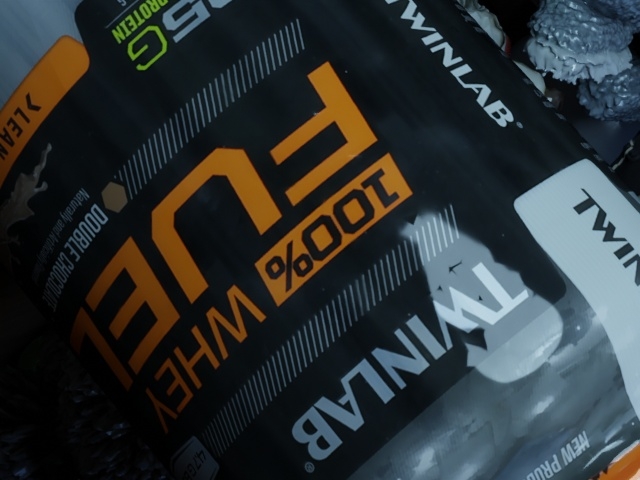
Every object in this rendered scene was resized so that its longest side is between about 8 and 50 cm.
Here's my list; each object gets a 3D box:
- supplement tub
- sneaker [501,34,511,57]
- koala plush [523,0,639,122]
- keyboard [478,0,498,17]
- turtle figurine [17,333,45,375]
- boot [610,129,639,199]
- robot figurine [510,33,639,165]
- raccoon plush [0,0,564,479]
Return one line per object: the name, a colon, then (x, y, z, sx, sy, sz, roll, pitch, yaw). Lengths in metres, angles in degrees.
supplement tub: (0.000, 0.000, 0.645, 0.207, 0.338, 0.207, -39, 168, -10)
sneaker: (0.034, -0.044, 1.065, 0.087, 0.128, 0.221, 71, 39, -79)
koala plush: (0.205, -0.179, 1.025, 0.221, 0.196, 0.203, 5, 179, -41)
keyboard: (0.022, -0.065, 1.255, 0.317, 0.033, 0.201, -46, 168, 28)
turtle figurine: (-0.096, 0.145, 1.210, 0.198, 0.274, 0.266, -64, 161, -2)
boot: (0.293, -0.142, 1.210, 0.138, 0.284, 0.377, 14, 143, -31)
robot figurine: (0.283, -0.132, 1.423, 0.353, 0.200, 0.300, -37, 135, -22)
raccoon plush: (-0.089, -0.015, 0.897, 0.446, 0.299, 0.216, -7, 179, -8)
